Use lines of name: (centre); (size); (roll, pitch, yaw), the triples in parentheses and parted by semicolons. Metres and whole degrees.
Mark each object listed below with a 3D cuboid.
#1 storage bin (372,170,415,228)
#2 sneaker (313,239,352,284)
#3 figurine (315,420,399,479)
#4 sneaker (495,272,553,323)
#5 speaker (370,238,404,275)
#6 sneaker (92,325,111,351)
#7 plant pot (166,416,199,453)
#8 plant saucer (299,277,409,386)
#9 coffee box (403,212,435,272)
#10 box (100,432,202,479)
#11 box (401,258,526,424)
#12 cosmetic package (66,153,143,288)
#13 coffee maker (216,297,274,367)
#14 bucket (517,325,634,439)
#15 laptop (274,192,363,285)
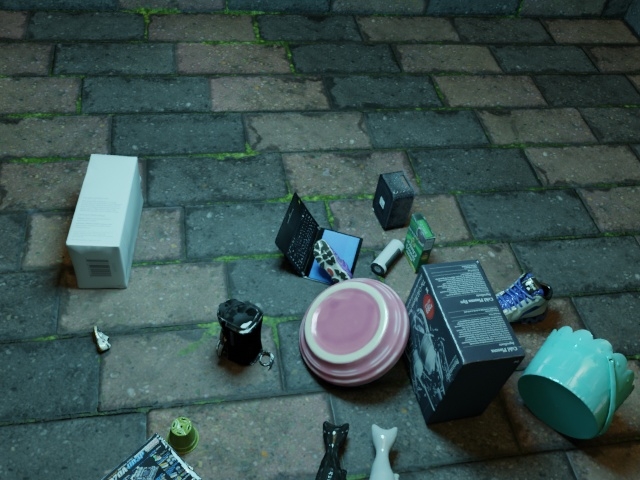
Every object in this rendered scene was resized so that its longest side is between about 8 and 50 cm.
storage bin: (0.250, -0.140, 2.205); (0.085, 0.180, 0.122); (-10, 52, -18)
sneaker: (0.041, 0.070, 2.022); (0.169, 0.068, 0.071); (56, 29, -7)
figurine: (0.099, 0.561, 1.630); (0.215, 0.092, 0.209); (2, 44, 5)
sneaker: (0.592, 0.185, 1.978); (0.316, 0.182, 0.127); (-11, 51, -18)
speaker: (0.224, 0.055, 2.117); (0.055, 0.055, 0.136); (31, 52, 17)
sneaker: (-0.624, 0.279, 1.815); (0.037, 0.032, 0.083); (-10, 55, -34)
plant pot: (-0.356, 0.494, 1.634); (0.084, 0.079, 0.083); (4, 49, -4)
plant saucer: (0.084, 0.246, 1.818); (0.332, 0.084, 0.332); (-13, 55, 18)
coffee box: (0.321, 0.011, 2.085); (0.041, 0.184, 0.113); (-12, 54, -15)
box: (-0.426, 0.605, 1.545); (0.175, 0.051, 0.220); (36, 54, 21)
box: (0.363, 0.281, 1.753); (0.179, 0.343, 0.312); (-6, 50, -15)
cosmetic package: (-0.659, -0.064, 1.982); (0.156, 0.217, 0.384); (1, 48, -8)
coffee maker: (-0.208, 0.260, 1.792); (0.171, 0.178, 0.120); (9, 50, -1)
bucket: (0.699, 0.399, 1.758); (0.281, 0.281, 0.183); (38, 63, 22)
laptop: (0.000, 0.000, 2.075); (0.137, 0.264, 0.234); (-12, 40, 30)
